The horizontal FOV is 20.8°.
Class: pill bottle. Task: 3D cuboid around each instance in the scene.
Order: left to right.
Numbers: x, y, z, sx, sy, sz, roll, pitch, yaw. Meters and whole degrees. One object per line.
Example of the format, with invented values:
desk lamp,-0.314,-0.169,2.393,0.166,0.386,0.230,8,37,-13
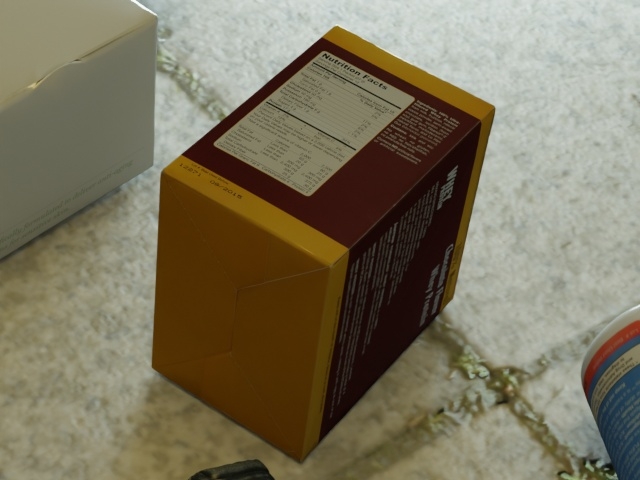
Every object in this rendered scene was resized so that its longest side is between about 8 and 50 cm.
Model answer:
pill bottle,0.253,0.150,1.095,0.124,0.124,0.221,-4,46,-12

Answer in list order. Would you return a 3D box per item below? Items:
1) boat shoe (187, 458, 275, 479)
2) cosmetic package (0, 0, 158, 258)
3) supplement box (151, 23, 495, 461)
boat shoe,-0.085,0.197,1.046,0.183,0.065,0.083,-20,50,-34
cosmetic package,-0.311,-0.159,1.299,0.365,0.155,0.197,38,53,26
supplement box,0.000,0.000,1.158,0.129,0.191,0.194,30,49,20
